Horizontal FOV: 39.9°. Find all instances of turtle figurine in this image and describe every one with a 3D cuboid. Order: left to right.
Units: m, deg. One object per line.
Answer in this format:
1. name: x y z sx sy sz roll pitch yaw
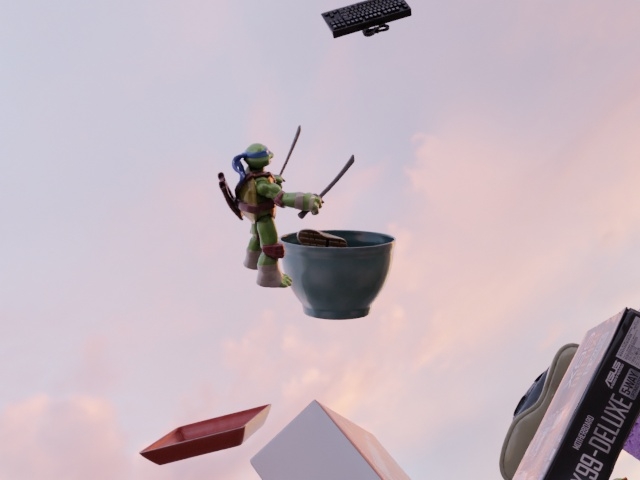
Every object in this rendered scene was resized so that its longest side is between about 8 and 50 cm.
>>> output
1. turtle figurine: -0.059 -0.060 1.686 0.275 0.198 0.266 -23 -55 -50

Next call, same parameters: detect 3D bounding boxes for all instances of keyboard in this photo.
1. keyboard: 0.101 -0.472 1.860 0.180 0.108 0.023 -19 -31 -10

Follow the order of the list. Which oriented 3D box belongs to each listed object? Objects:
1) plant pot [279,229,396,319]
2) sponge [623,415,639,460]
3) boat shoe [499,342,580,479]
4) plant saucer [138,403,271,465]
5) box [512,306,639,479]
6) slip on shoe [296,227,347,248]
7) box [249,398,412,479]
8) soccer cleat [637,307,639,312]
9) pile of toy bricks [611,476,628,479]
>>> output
1. plant pot: 0.043 0.089 2.214 0.293 0.293 0.196 -9 -78 -43
2. sponge: 0.575 0.332 1.654 0.031 0.210 0.117 -5 -67 -31
3. boat shoe: 0.483 0.383 1.908 0.340 0.127 0.113 -63 -12 -18
4. plant saucer: -0.258 0.458 2.069 0.259 0.047 0.259 -16 -3 11
5. box: 0.359 0.257 1.212 0.307 0.077 0.242 -60 -10 -9
6. slip on shoe: 0.000 0.000 2.215 0.136 0.041 0.051 9 -87 -23
7. box: 0.053 0.464 1.658 0.168 0.215 0.345 -44 -31 0
8. soccer cleat: 0.721 0.251 1.719 0.116 0.318 0.109 -40 6 -18
9. pile of toy bricks: 0.468 0.410 1.365 0.212 0.118 0.105 -28 11 2
